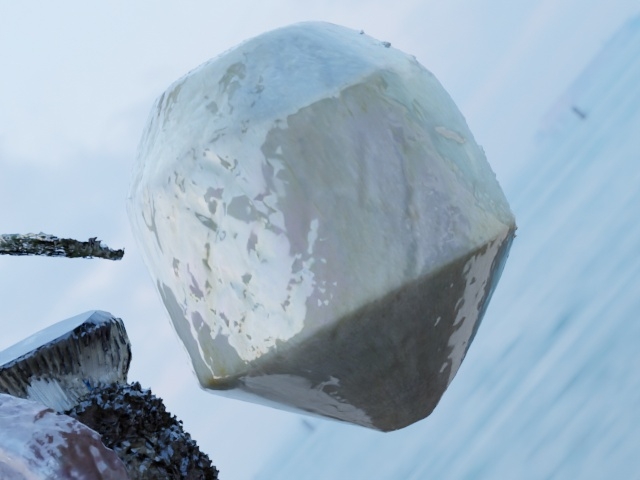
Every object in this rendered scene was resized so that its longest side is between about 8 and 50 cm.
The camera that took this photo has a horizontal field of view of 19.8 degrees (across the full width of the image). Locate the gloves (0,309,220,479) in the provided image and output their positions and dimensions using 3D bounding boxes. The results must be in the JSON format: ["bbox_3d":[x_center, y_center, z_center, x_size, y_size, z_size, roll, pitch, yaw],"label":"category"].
[{"bbox_3d":[-0.217,0.226,1.879,0.210,0.312,0.135,-21,-11,-29],"label":"gloves"}]

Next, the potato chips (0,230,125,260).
[{"bbox_3d":[-0.265,0.004,1.445,0.202,0.220,0.029,172,102,-87],"label":"potato chips"}]

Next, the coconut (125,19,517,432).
[{"bbox_3d":[0.000,0.000,1.817,0.345,0.415,0.415,-26,-6,-7],"label":"coconut"}]

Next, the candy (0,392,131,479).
[{"bbox_3d":[-0.297,0.253,1.725,0.157,0.290,0.214,-31,-55,-51],"label":"candy"}]
